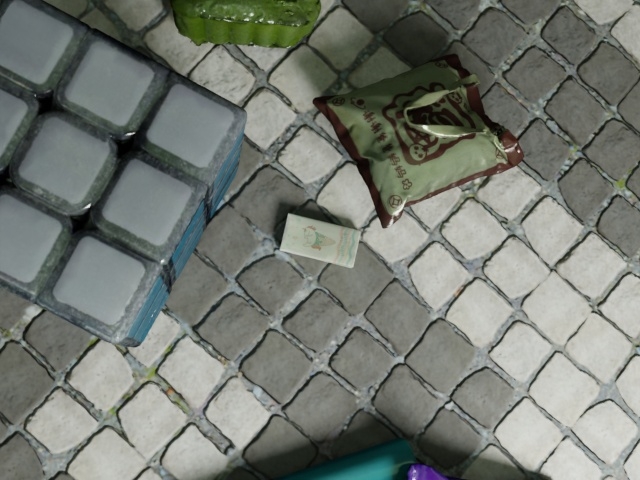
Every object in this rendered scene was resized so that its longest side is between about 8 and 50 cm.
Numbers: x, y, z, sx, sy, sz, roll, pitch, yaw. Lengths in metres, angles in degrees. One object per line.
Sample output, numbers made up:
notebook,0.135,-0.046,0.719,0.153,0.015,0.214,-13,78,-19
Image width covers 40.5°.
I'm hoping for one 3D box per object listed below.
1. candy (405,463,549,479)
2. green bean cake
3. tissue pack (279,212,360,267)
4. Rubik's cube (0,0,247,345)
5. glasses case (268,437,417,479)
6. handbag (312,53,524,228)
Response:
candy,0.211,0.381,1.154,0.275,0.070,0.145,14,82,-26
green bean cake,-0.103,-0.379,1.216,0.214,0.113,0.201,3,79,-7
tissue pack,0.000,0.000,1.222,0.108,0.023,0.056,13,81,-5
Rubik's cube,-0.290,-0.065,1.053,0.303,0.301,0.305,27,81,-4
glasses case,-0.010,0.364,1.152,0.300,0.070,0.117,-16,85,-11
handbag,0.137,-0.146,1.209,0.235,0.127,0.213,-21,68,-18
